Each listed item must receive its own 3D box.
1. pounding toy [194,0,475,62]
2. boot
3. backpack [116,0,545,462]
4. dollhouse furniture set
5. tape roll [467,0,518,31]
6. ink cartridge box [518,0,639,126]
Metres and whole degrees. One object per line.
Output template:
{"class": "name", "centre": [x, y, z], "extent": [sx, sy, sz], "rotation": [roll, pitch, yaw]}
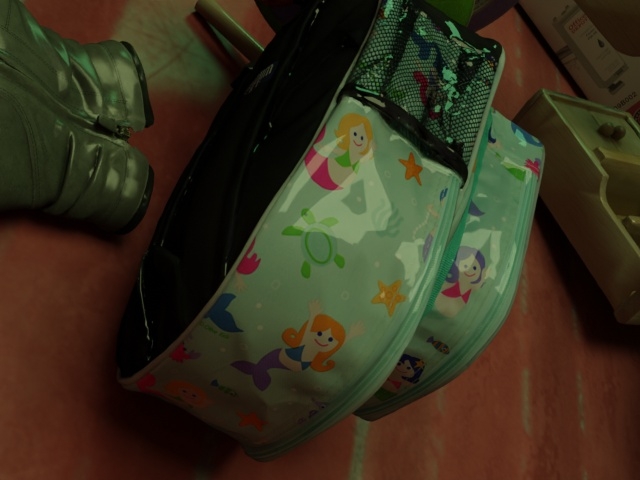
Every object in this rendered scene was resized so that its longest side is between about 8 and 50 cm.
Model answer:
{"class": "pounding toy", "centre": [-0.010, -0.156, 0.649], "extent": [0.183, 0.237, 0.110], "rotation": [42, 52, -5]}
{"class": "boot", "centre": [-0.185, -0.123, 0.555], "extent": [0.161, 0.083, 0.246], "rotation": [2, 77, -46]}
{"class": "backpack", "centre": [0.000, 0.000, 0.530], "extent": [0.191, 0.225, 0.253], "rotation": [37, 48, -12]}
{"class": "dollhouse furniture set", "centre": [0.387, -0.138, 0.830], "extent": [0.362, 0.394, 0.256], "rotation": [6, 46, -37]}
{"class": "tape roll", "centre": [0.113, -0.277, 0.882], "extent": [0.189, 0.189, 0.080], "rotation": [7, 55, -40]}
{"class": "ink cartridge box", "centre": [0.402, -0.266, 1.129], "extent": [0.117, 0.207, 0.283], "rotation": [-20, 74, -51]}
